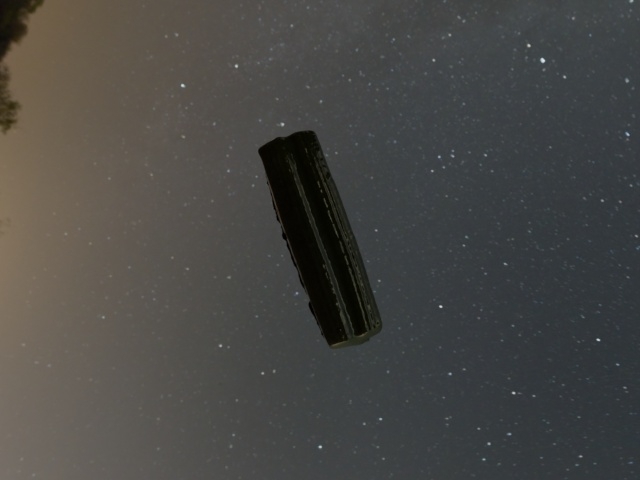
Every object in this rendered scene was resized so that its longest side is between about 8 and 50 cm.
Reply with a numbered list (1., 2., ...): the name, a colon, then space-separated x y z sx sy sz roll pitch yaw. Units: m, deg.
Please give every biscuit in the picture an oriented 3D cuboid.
1. biscuit: 0.000 0.000 0.707 0.038 0.099 0.322 142 -70 -83
